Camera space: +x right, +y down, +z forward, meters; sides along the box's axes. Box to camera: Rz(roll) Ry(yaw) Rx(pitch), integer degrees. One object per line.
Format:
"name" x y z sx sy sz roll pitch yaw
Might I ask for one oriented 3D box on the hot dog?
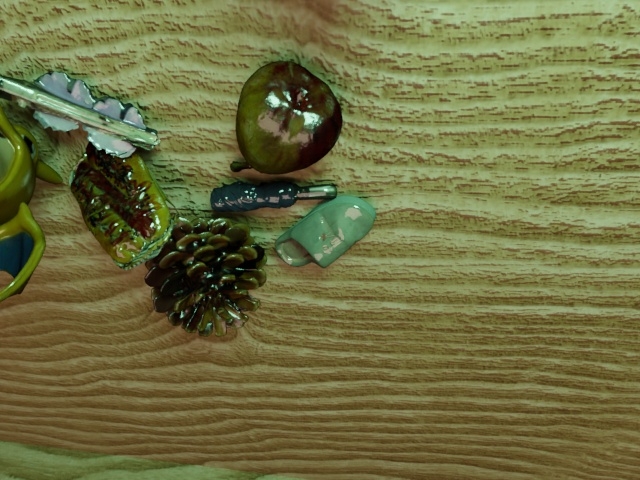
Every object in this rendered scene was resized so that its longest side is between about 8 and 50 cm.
"hot dog" -0.380 -0.074 0.934 0.162 0.082 0.270 -38 76 6

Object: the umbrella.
"umbrella" -0.093 -0.094 0.967 0.248 0.071 0.071 -6 132 11

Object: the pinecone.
"pinecone" -0.226 0.075 1.011 0.264 0.264 0.264 6 134 6

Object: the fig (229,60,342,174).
"fig" -0.086 -0.174 0.845 0.170 0.146 0.274 34 144 -18

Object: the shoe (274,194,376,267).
"shoe" 0.000 0.000 1.006 0.251 0.100 0.103 -29 121 36

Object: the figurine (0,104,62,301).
"figurine" -0.647 -0.037 0.873 0.268 0.387 0.401 31 147 -33

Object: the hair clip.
"hair clip" -0.423 -0.227 0.873 0.292 0.084 0.106 20 91 -11
